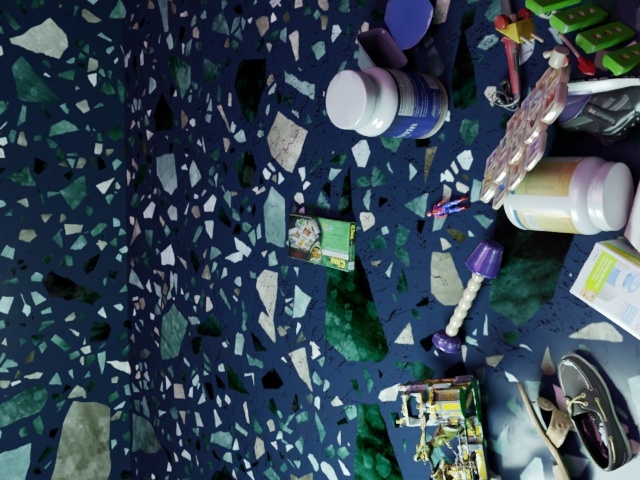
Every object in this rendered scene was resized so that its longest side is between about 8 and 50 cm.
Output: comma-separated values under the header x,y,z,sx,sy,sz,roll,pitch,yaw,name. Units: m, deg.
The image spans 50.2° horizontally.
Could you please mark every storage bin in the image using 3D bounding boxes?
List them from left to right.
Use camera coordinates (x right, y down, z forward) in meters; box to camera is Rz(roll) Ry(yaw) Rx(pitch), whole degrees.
x,y,z,sx,sy,sz,roll,pitch,yaw,name
0.148,-0.437,1.668,0.135,0.098,0.091,61,161,24,storage bin

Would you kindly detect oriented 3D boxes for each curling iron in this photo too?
x,y,z,sx,sy,sz,roll,pitch,yaw,name
0.386,-0.408,1.427,0.068,0.035,0.274,-1,93,49,curling iron

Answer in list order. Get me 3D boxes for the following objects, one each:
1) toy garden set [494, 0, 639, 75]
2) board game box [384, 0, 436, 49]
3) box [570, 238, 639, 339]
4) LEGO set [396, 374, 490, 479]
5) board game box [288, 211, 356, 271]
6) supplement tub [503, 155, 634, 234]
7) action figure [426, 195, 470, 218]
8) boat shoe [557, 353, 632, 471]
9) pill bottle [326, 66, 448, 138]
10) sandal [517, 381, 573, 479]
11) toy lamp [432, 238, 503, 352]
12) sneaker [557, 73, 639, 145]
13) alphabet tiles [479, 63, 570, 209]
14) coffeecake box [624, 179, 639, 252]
x,y,z,sx,sy,sz,roll,pitch,yaw,name
0.454,-0.363,1.241,0.244,0.203,0.049,54,153,32,toy garden set
0.217,-0.533,1.615,0.133,0.033,0.169,-49,52,43,board game box
0.573,0.096,1.211,0.203,0.103,0.114,42,124,38,box
0.249,0.447,1.502,0.192,0.255,0.332,-9,99,22,LEGO set
0.000,0.000,1.920,0.259,0.030,0.136,13,101,48,board game box
0.465,-0.086,1.286,0.199,0.144,0.145,8,100,48,supplement tub
0.291,-0.074,1.579,0.115,0.030,0.038,-20,84,50,action figure
0.521,0.330,1.321,0.081,0.068,0.228,-42,63,43,boat shoe
0.150,-0.309,1.535,0.153,0.264,0.153,6,99,49,pill bottle
0.485,0.389,1.384,0.079,0.088,0.240,-24,82,15,sandal
0.329,0.124,1.515,0.080,0.080,0.275,40,122,39,toy lamp
0.554,-0.233,1.220,0.283,0.107,0.124,13,113,55,sneaker
0.383,-0.200,1.299,0.021,0.278,0.284,25,141,-2,alphabet tiles
0.574,-0.047,1.133,0.068,0.185,0.143,12,106,10,coffeecake box
